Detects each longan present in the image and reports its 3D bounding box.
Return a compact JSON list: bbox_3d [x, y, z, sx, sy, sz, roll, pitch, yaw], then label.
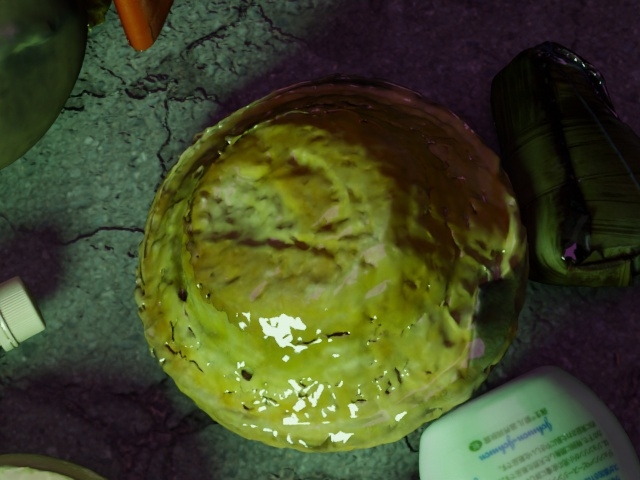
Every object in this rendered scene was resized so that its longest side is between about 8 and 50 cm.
[{"bbox_3d":[-0.408,-0.213,1.436,0.318,0.319,0.319,0,73,-1],"label":"longan"}]

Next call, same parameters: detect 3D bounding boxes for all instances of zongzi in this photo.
[{"bbox_3d":[0.349,-0.079,1.510,0.299,0.138,0.286,1,66,-15],"label":"zongzi"}]

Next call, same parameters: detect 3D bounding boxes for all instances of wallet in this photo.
[{"bbox_3d":[-0.199,-0.320,1.521,0.045,0.204,0.142,16,74,6],"label":"wallet"}]

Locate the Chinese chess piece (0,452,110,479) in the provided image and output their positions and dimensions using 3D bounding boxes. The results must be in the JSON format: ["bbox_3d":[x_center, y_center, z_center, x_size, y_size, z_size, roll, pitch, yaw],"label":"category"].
[{"bbox_3d":[-0.306,0.384,1.342,0.338,0.140,0.338,0,73,0],"label":"Chinese chess piece"}]

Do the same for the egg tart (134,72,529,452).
[{"bbox_3d":[0.000,0.000,1.414,0.443,0.178,0.443,-5,67,11],"label":"egg tart"}]

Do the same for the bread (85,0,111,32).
[{"bbox_3d":[-0.282,-0.285,1.586,0.066,0.060,0.110,19,70,-9],"label":"bread"}]

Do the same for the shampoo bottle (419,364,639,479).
[{"bbox_3d":[0.251,0.315,1.368,0.221,0.151,0.350,-26,75,-4],"label":"shampoo bottle"}]

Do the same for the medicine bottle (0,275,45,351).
[{"bbox_3d":[-0.420,0.122,1.432,0.252,0.114,0.114,-27,76,-10],"label":"medicine bottle"}]
